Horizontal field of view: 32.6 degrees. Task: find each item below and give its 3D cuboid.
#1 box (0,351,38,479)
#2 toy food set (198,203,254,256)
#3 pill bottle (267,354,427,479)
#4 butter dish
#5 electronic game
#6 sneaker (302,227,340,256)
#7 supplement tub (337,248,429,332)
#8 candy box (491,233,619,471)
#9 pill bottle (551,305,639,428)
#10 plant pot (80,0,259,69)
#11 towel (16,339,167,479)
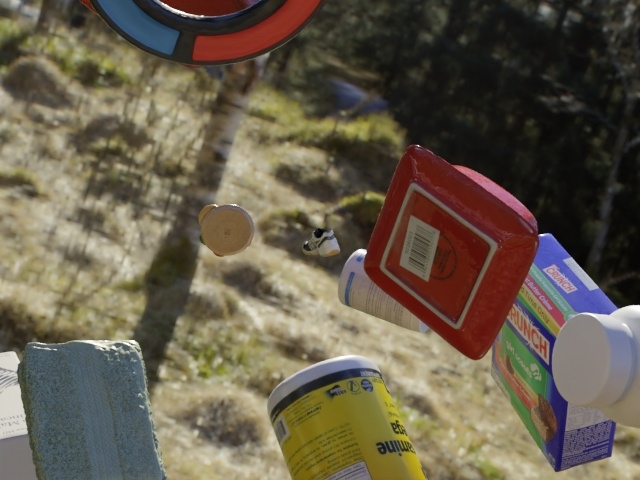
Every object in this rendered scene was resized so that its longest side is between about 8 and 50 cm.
[{"bbox_3d":[-0.418,0.239,1.407,0.113,0.094,0.275,-9,18,-24],"label":"box"},{"bbox_3d":[-0.140,-0.015,1.639,0.083,0.082,0.020,-6,17,-7],"label":"toy food set"},{"bbox_3d":[0.058,0.356,1.628,0.188,0.188,0.334,6,51,-43],"label":"pill bottle"},{"bbox_3d":[0.141,0.000,1.023,0.160,0.160,0.118,38,40,27],"label":"butter dish"},{"bbox_3d":[-0.091,-0.247,0.914,0.229,0.229,0.048,13,35,-22],"label":"electronic game"},{"bbox_3d":[0.000,0.000,1.462,0.032,0.037,0.083,-18,9,-28],"label":"sneaker"},{"bbox_3d":[0.081,0.058,1.261,0.107,0.071,0.071,21,13,22],"label":"supplement tub"},{"bbox_3d":[0.404,0.193,1.898,0.122,0.317,0.268,-14,38,-13],"label":"candy box"},{"bbox_3d":[0.479,0.179,1.512,0.301,0.169,0.169,9,17,-23],"label":"pill bottle"},{"bbox_3d":[-0.196,-0.442,1.827,0.267,0.267,0.236,-11,-42,31],"label":"plant pot"},{"bbox_3d":[-0.191,0.148,0.911,0.110,0.027,0.148,-3,57,-23],"label":"towel"}]
